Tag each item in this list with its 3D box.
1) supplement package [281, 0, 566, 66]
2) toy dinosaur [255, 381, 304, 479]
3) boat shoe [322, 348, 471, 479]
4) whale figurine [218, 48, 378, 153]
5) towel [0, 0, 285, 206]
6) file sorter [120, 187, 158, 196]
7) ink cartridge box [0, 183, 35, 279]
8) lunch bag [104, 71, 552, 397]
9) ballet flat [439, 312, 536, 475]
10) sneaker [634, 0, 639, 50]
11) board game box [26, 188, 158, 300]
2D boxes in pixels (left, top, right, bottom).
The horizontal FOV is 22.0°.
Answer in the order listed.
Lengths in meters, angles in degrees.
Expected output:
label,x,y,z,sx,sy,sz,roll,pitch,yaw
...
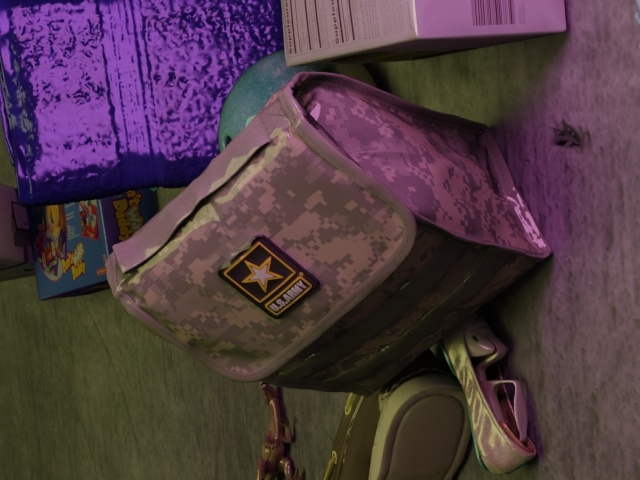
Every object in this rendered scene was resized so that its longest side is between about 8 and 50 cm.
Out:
label,x,y,z,sx,sy,sz,roll,pitch,yaw
supplement package,0.075,-0.220,1.347,0.244,0.139,0.133,-179,84,-65
toy dinosaur,-0.054,0.250,1.846,0.092,0.053,0.183,-121,39,-68
boat shoe,0.053,0.237,1.537,0.096,0.117,0.324,-122,39,-49
whale figurine,-0.010,-0.054,1.557,0.216,0.141,0.272,-52,51,55
towel,-0.178,-0.160,1.703,0.076,0.308,0.227,138,123,-79
file sorter,-0.164,-0.122,1.829,0.118,0.170,0.104,43,137,54
ink cartridge box,-0.532,-0.003,2.425,0.289,0.211,0.121,25,-125,-80
lunch bag,0.000,0.000,1.312,0.235,0.287,0.169,-41,55,29
ballet flat,0.144,0.115,1.401,0.052,0.057,0.168,-27,73,33
sneaker,0.238,-0.139,1.036,0.150,0.135,0.366,-59,44,47
board game box,-0.322,-0.049,2.272,0.347,0.078,0.233,-14,83,64
